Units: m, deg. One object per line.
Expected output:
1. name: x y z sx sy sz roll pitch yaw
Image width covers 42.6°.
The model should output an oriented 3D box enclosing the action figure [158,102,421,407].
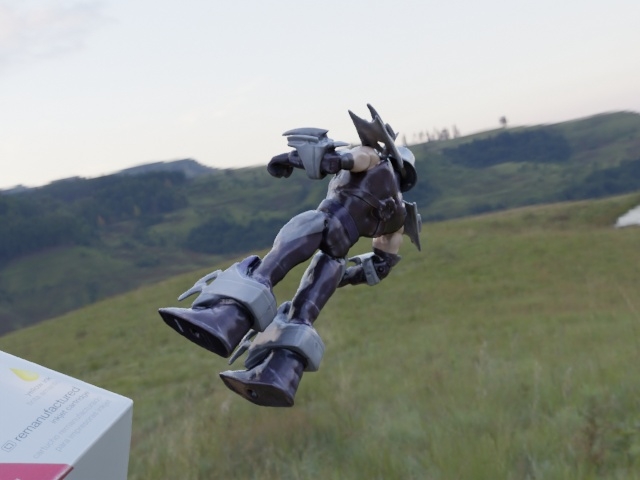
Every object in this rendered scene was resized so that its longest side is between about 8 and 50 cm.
1. action figure: 0.000 0.000 0.717 0.099 0.185 0.285 5 46 46

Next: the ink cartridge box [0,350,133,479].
1. ink cartridge box: -0.447 0.245 0.905 0.384 0.161 0.279 17 26 13
